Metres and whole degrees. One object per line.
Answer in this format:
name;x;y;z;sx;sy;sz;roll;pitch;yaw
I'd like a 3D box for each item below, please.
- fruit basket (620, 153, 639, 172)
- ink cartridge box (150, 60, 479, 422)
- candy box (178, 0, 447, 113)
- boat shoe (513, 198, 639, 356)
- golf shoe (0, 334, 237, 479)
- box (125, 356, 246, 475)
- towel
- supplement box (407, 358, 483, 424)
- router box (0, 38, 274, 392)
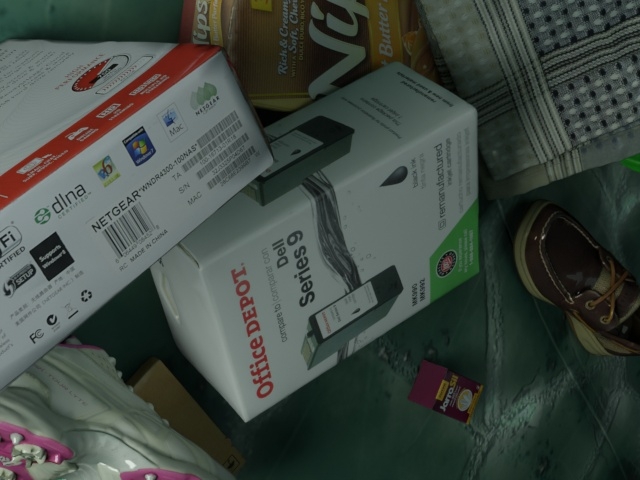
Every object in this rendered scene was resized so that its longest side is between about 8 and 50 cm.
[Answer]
fruit basket;0.475;-0.297;1.146;0.392;0.283;0.392;-49;151;-39
ink cartridge box;0.000;0.000;0.854;0.289;0.121;0.211;-31;137;-21
candy box;0.018;-0.207;0.907;0.316;0.087;0.183;3;99;-43
boat shoe;0.381;0.064;1.268;0.342;0.123;0.123;47;68;-38
golf shoe;-0.177;0.154;0.785;0.306;0.115;0.140;37;37;-38
box;-0.179;0.233;0.877;0.201;0.021;0.164;-47;125;-22
towel;0.268;-0.202;0.914;0.312;0.056;0.324;-22;127;10
supplement box;0.155;0.187;1.150;0.083;0.043;0.055;27;83;-41
router box;-0.246;-0.003;0.576;0.335;0.301;0.082;-43;125;-27
